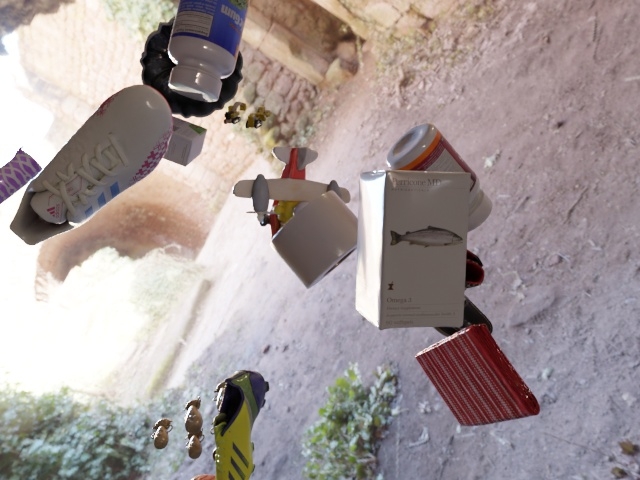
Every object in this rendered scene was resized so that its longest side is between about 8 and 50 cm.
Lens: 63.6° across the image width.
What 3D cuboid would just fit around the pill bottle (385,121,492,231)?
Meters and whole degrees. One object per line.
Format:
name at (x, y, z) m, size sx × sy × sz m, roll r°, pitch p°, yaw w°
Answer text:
pill bottle at (0.245, -0.122, 1.051) m, size 0.121 × 0.221 × 0.121 m, roll -39°, pitch 22°, yaw 19°

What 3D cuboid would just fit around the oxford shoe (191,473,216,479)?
oxford shoe at (-0.302, 0.825, 1.625) m, size 0.097 × 0.271 × 0.098 m, roll -3°, pitch -76°, yaw -62°

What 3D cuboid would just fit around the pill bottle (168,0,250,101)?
pill bottle at (-0.256, -0.463, 1.167) m, size 0.152 × 0.152 × 0.272 m, roll -178°, pitch 100°, yaw -70°

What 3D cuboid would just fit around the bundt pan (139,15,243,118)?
bundt pan at (-0.426, -0.573, 1.672) m, size 0.331 × 0.331 × 0.124 m, roll -55°, pitch 42°, yaw 18°

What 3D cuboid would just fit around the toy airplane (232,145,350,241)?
toy airplane at (-0.090, -0.169, 1.953) m, size 0.386 × 0.384 × 0.272 m, roll -37°, pitch 41°, yaw -6°

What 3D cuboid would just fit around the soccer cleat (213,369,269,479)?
soccer cleat at (-0.192, 0.414, 1.091) m, size 0.093 × 0.121 × 0.289 m, roll 14°, pitch 92°, yaw 38°

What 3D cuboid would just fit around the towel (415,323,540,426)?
towel at (0.315, 0.289, 1.076) m, size 0.031 × 0.199 × 0.275 m, roll -27°, pitch -14°, yaw -25°

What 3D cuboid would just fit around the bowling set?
bowling set at (-0.371, 0.605, 1.638) m, size 0.287 × 0.200 × 0.154 m, roll -24°, pitch 18°, yaw -7°

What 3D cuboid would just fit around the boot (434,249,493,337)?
boot at (0.401, 0.156, 1.544) m, size 0.138 × 0.377 × 0.284 m, roll -48°, pitch -6°, yaw -26°

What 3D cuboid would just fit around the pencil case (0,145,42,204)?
pencil case at (-0.839, -0.155, 1.358) m, size 0.086 × 0.088 × 0.206 m, roll -3°, pitch 39°, yaw 45°

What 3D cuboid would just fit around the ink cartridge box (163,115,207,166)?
ink cartridge box at (-0.476, -0.320, 1.557) m, size 0.160 × 0.219 × 0.092 m, roll -76°, pitch 6°, yaw -65°

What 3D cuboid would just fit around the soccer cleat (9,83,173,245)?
soccer cleat at (-0.345, -0.096, 0.772) m, size 0.331 × 0.116 × 0.143 m, roll -34°, pitch 20°, yaw 30°

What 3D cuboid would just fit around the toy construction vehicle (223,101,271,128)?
toy construction vehicle at (-0.146, -0.255, 1.032) m, size 0.098 × 0.086 × 0.035 m, roll -55°, pitch -33°, yaw -55°

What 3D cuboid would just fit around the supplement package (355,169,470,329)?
supplement package at (0.107, 0.007, 0.621) m, size 0.105 × 0.105 × 0.179 m, roll -151°, pitch 61°, yaw -77°

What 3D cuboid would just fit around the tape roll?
tape roll at (0.000, 0.000, 1.480) m, size 0.246 × 0.169 × 0.246 m, roll -40°, pitch -7°, yaw -6°
